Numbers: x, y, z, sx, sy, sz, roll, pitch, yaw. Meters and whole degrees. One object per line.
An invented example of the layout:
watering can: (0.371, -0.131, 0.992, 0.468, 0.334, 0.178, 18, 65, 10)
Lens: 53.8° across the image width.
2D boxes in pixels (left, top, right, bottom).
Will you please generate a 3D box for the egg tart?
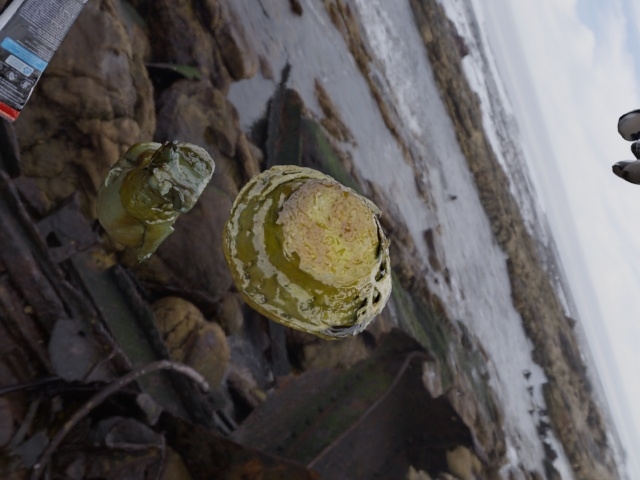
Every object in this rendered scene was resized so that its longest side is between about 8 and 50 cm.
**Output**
egg tart: (0.000, 0.000, 0.424, 0.131, 0.052, 0.130, 12, 59, -20)

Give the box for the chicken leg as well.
chicken leg: (-0.264, -0.076, 1.013, 0.153, 0.429, 0.201, 16, 78, -25)

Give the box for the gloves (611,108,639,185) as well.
gloves: (0.389, -0.089, 0.626, 0.128, 0.212, 0.110, 6, 68, -30)

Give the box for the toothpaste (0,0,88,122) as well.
toothpaste: (-0.260, -0.203, 0.575, 0.045, 0.193, 0.071, 39, 4, 41)
